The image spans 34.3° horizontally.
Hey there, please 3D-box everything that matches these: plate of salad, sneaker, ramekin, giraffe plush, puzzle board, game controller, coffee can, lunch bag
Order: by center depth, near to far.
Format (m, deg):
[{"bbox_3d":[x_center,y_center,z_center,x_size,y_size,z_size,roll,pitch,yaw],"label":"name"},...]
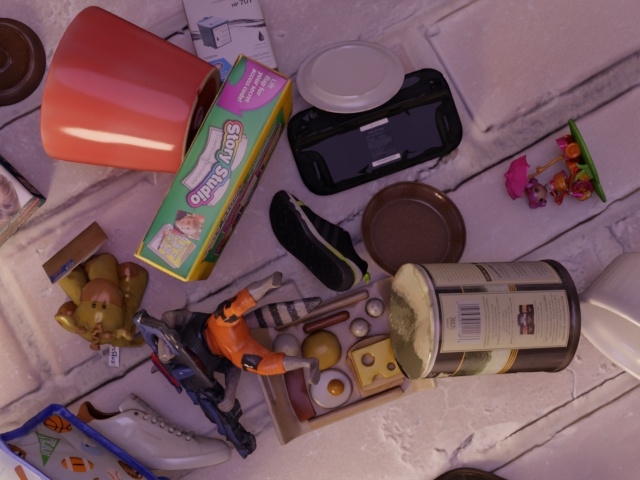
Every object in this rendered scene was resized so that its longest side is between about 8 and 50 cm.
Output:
[{"bbox_3d":[-0.407,0.523,1.747,0.385,0.239,0.328,33,108,8],"label":"lunch bag"},{"bbox_3d":[0.280,0.135,1.800,0.275,0.201,0.202,-1,87,-17],"label":"coffee can"},{"bbox_3d":[0.588,0.145,1.811,0.277,0.277,0.135,40,79,1],"label":"ramekin"},{"bbox_3d":[-0.391,0.126,1.833,0.181,0.170,0.210,-15,87,-2],"label":"giraffe plush"},{"bbox_3d":[-0.302,0.341,1.855,0.290,0.106,0.123,5,89,0],"label":"sneaker"},{"bbox_3d":[-0.444,0.024,1.878,0.128,0.096,0.011,-41,122,-7],"label":"puzzle board"},{"bbox_3d":[0.055,-0.295,1.899,0.199,0.048,0.200,-3,50,4],"label":"plate of salad"},{"bbox_3d":[0.000,0.000,1.908,0.097,0.084,0.235,-25,70,-45],"label":"sneaker"},{"bbox_3d":[0.103,-0.201,1.927,0.319,0.067,0.167,-19,102,-2],"label":"game controller"}]

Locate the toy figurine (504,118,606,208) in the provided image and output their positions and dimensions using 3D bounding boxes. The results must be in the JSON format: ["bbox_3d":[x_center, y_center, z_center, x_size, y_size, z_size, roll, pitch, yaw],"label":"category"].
[{"bbox_3d":[0.423,-0.115,1.914,0.159,0.130,0.173,-24,112,11],"label":"toy figurine"}]

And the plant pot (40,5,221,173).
[{"bbox_3d":[-0.317,-0.241,1.798,0.243,0.275,0.275,17,87,5],"label":"plant pot"}]

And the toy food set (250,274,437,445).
[{"bbox_3d":[0.036,0.215,1.878,0.306,0.092,0.220,-20,87,-2],"label":"toy food set"}]

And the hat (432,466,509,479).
[{"bbox_3d":[0.267,0.580,1.844,0.331,0.134,0.332,0,87,-2],"label":"hat"}]

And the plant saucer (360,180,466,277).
[{"bbox_3d":[0.168,-0.012,1.901,0.198,0.036,0.199,3,70,-9],"label":"plant saucer"}]

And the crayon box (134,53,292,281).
[{"bbox_3d":[-0.172,-0.111,1.776,0.106,0.313,0.363,27,88,1],"label":"crayon box"}]

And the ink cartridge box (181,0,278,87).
[{"bbox_3d":[-0.169,-0.383,1.913,0.139,0.082,0.191,-16,89,-2],"label":"ink cartridge box"}]

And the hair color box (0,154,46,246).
[{"bbox_3d":[-0.688,-0.136,1.875,0.347,0.105,0.174,43,87,1],"label":"hair color box"}]

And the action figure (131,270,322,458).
[{"bbox_3d":[-0.149,0.206,1.813,0.330,0.178,0.341,-13,119,30],"label":"action figure"}]

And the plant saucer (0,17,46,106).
[{"bbox_3d":[-0.598,-0.335,1.926,0.168,0.029,0.169,0,87,-2],"label":"plant saucer"}]
